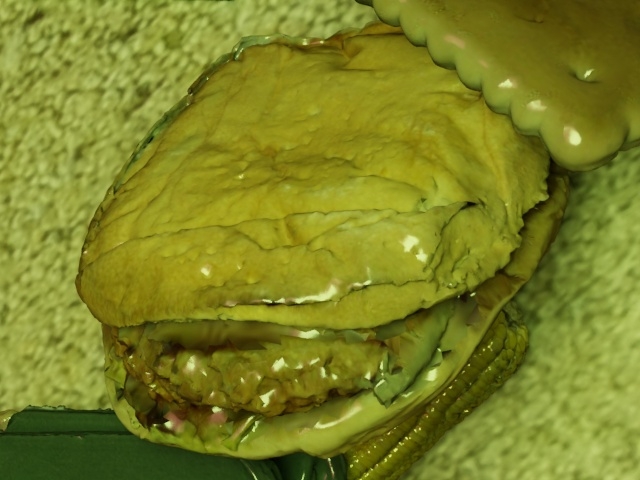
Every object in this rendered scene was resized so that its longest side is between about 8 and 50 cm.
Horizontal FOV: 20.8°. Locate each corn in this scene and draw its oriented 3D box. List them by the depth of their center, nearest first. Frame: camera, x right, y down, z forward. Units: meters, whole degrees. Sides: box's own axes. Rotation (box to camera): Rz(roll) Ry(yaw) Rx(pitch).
[{"bbox_3d":[0.037,0.101,1.025,0.203,0.072,0.072,-45,70,15],"label":"corn"}]

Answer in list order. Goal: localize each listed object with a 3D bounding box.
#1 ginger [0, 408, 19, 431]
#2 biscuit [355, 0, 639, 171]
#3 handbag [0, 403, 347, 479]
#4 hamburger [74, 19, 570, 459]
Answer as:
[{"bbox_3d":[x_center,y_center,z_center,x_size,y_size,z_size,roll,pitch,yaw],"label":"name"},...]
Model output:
[{"bbox_3d":[-0.288,0.201,1.162,0.259,0.065,0.149,-10,84,20],"label":"ginger"},{"bbox_3d":[0.087,-0.174,0.963,0.325,0.217,0.044,42,139,22],"label":"biscuit"},{"bbox_3d":[-0.099,0.229,1.029,0.247,0.079,0.260,-1,100,29],"label":"handbag"},{"bbox_3d":[0.000,-0.001,0.949,0.259,0.283,0.144,7,128,33],"label":"hamburger"}]
